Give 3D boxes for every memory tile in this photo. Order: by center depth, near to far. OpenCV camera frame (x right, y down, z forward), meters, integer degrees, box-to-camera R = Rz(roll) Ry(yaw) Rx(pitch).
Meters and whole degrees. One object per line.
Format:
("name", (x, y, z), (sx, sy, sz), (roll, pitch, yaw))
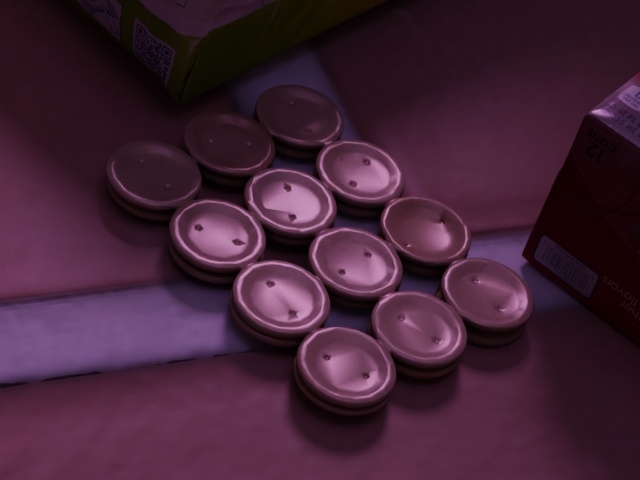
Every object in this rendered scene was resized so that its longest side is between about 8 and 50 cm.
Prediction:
("memory tile", (0.000, 0.000, 0.732), (0.113, 0.012, 0.148), (-26, 59, -37))

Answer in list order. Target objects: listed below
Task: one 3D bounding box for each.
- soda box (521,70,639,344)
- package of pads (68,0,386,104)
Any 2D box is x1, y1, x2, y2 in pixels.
("soda box", (0.211, 0.035, 0.718), (0.263, 0.083, 0.092), (39, 48, 18))
("package of pads", (-0.027, -0.207, 0.861), (0.229, 0.101, 0.296), (42, 48, 21))
